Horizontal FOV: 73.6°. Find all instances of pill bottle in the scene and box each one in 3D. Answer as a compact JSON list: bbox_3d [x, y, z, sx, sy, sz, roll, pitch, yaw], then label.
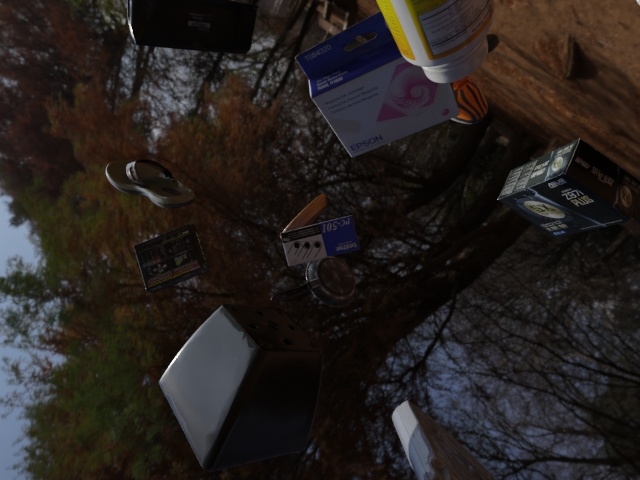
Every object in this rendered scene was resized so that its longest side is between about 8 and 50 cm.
[{"bbox_3d":[0.123,-0.283,0.479,0.215,0.117,0.117,41,-170,-49],"label":"pill bottle"}]

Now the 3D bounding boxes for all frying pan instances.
[{"bbox_3d":[-0.012,0.120,1.422,0.325,0.053,0.198,12,-127,-29],"label":"frying pan"}]

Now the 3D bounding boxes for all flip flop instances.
[{"bbox_3d":[-0.414,-0.153,1.038,0.276,0.080,0.112,25,-139,30],"label":"flip flop"}]

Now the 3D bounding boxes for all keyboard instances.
[{"bbox_3d":[-0.279,-0.541,0.979,0.317,0.202,0.033,-17,-132,-42],"label":"keyboard"}]

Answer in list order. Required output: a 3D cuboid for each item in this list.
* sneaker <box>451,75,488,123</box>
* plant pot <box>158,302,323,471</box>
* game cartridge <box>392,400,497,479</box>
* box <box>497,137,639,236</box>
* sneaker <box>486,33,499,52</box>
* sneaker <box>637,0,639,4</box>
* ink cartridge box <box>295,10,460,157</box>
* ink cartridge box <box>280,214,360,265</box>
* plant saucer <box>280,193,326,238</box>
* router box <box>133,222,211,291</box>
[{"bbox_3d":[0.342,-0.466,1.163,0.321,0.124,0.180,51,-179,10],"label":"sneaker"},{"bbox_3d":[-0.106,0.202,0.663,0.187,0.167,0.188,15,-167,-45],"label":"plant pot"},{"bbox_3d":[0.238,0.398,0.692,0.294,0.060,0.196,44,-171,-12],"label":"game cartridge"},{"bbox_3d":[0.451,-0.087,0.787,0.147,0.078,0.180,33,166,-7],"label":"box"},{"bbox_3d":[0.371,-0.604,1.320,0.330,0.146,0.122,-1,-143,34],"label":"sneaker"},{"bbox_3d":[0.587,-0.408,0.566,0.152,0.268,0.102,2,-104,-15],"label":"sneaker"},{"bbox_3d":[0.152,-0.388,1.089,0.330,0.323,0.072,44,-143,-46],"label":"ink cartridge box"},{"bbox_3d":[0.000,0.000,1.201,0.046,0.206,0.097,-37,-68,-82],"label":"ink cartridge box"},{"bbox_3d":[-0.047,-0.068,1.368,0.037,0.200,0.200,45,-154,1],"label":"plant saucer"},{"bbox_3d":[-0.280,0.033,0.811,0.038,0.122,0.092,60,-172,-76],"label":"router box"}]
